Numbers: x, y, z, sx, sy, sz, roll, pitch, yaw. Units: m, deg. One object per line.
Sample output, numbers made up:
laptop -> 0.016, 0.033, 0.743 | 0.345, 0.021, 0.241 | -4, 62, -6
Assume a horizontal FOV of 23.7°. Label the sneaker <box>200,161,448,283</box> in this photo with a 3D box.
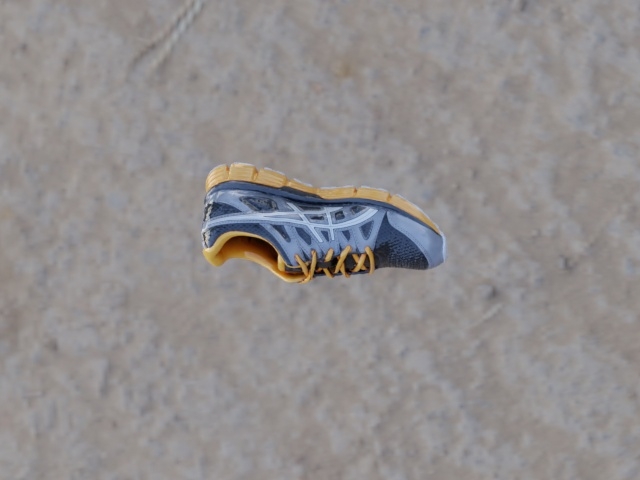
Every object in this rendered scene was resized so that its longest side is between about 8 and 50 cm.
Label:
sneaker -> 0.000, 0.000, 1.278 | 0.215, 0.084, 0.083 | 10, 60, 11
